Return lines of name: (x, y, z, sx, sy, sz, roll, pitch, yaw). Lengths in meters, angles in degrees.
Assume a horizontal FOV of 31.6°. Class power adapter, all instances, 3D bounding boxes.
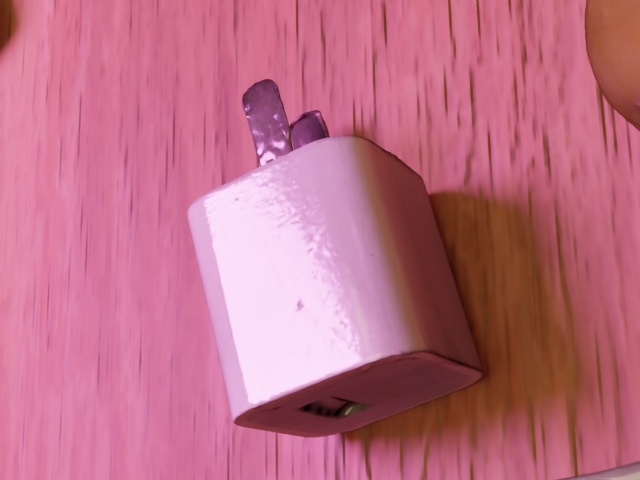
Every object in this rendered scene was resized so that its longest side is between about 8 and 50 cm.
power adapter: (0.000, 0.000, 0.678, 0.125, 0.130, 0.205, -25, 65, 22)

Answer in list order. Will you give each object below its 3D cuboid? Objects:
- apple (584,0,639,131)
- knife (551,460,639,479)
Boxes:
apple: (0.224, -0.120, 0.558, 0.200, 0.200, 0.200, -8, 73, 27)
knife: (0.179, 0.133, 0.606, 0.293, 0.020, 0.043, -23, 65, 21)
